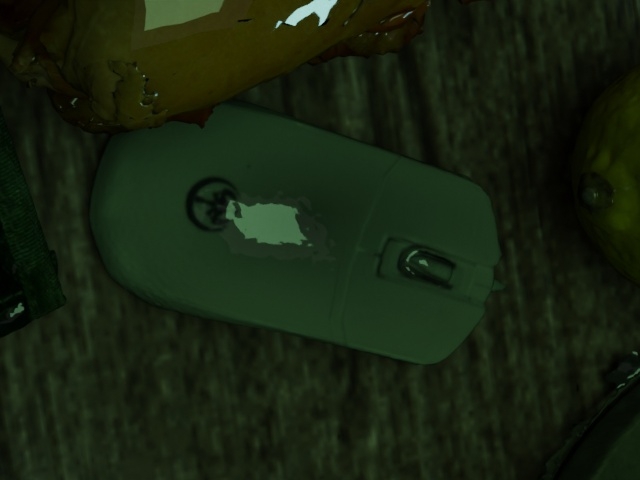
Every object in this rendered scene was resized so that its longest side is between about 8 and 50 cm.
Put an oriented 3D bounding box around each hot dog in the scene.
[{"bbox_3d":[0.034,-0.136,0.680,0.349,0.158,0.117,-31,120,-18],"label":"hot dog"}]

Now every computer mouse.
[{"bbox_3d":[0.000,0.000,0.723,0.181,0.056,0.089,16,92,-19],"label":"computer mouse"}]

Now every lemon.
[{"bbox_3d":[0.160,-0.026,0.746,0.133,0.109,0.109,-14,97,-28],"label":"lemon"}]

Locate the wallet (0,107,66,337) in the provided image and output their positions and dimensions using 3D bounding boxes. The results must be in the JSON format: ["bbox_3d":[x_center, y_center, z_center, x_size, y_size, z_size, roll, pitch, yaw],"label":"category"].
[{"bbox_3d":[-0.221,-0.004,0.651,0.236,0.055,0.160,-22,106,-17],"label":"wallet"}]

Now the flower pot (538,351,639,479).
[{"bbox_3d":[0.245,0.176,0.723,0.290,0.290,0.259,-38,117,-13],"label":"flower pot"}]
